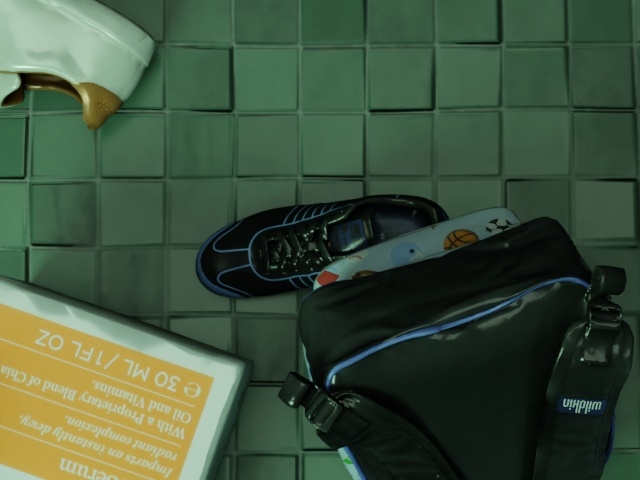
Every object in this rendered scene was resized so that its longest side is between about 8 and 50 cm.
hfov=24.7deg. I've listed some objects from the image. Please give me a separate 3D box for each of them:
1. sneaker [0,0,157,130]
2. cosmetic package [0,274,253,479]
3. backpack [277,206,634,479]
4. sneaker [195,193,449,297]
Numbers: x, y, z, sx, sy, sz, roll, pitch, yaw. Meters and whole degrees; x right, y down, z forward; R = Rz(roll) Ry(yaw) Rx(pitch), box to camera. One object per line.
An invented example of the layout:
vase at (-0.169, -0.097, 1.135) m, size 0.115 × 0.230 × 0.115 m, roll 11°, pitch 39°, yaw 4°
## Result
sneaker at (-0.300, -0.197, 1.309) m, size 0.290 × 0.106 × 0.123 m, roll 29°, pitch 83°, yaw 1°
cosmetic package at (-0.238, 0.279, 1.242) m, size 0.230 × 0.161 × 0.453 m, roll 18°, pitch 86°, yaw 2°
backpack at (0.117, 0.121, 1.218) m, size 0.277 × 0.213 × 0.263 m, roll -16°, pitch 124°, yaw 2°
sneaker at (0.000, 0.000, 1.300) m, size 0.232 × 0.090 × 0.081 m, roll -12°, pitch 85°, yaw -1°
